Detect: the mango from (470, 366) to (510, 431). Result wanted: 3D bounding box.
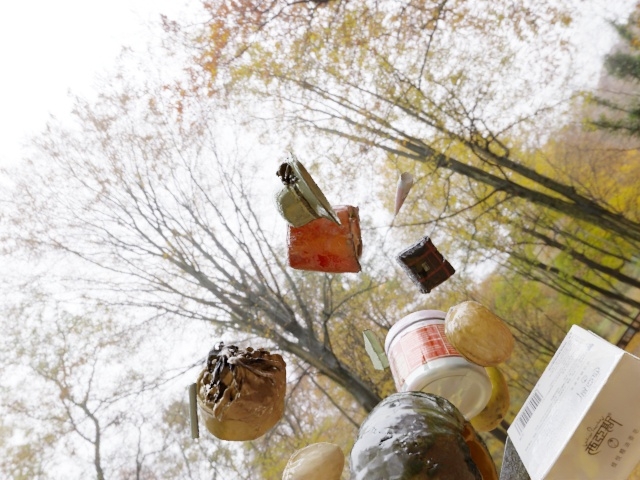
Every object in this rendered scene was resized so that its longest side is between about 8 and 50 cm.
[{"bbox_3d":[0.695,0.662,1.884,0.365,0.252,0.182,-67,-42,-58],"label":"mango"}]

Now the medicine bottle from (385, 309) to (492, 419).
[{"bbox_3d":[0.335,0.373,1.246,0.252,0.241,0.253,-2,-60,-4],"label":"medicine bottle"}]

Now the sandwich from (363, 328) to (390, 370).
[{"bbox_3d":[0.299,0.599,2.175,0.063,0.245,0.212,-20,-48,-8],"label":"sandwich"}]

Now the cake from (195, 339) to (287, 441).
[{"bbox_3d":[-0.283,0.480,1.494,0.332,0.332,0.322,-24,-52,-38],"label":"cake"}]

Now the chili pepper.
[{"bbox_3d":[0.000,0.000,1.561,0.229,0.304,0.252,-86,-10,-48],"label":"chili pepper"}]

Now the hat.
[{"bbox_3d":[-0.062,-0.111,1.205,0.130,0.257,0.257,-35,-33,7],"label":"hat"}]

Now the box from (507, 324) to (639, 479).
[{"bbox_3d":[0.485,0.316,0.783,0.275,0.116,0.203,-62,-9,6],"label":"box"}]

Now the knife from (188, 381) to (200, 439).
[{"bbox_3d":[-0.380,0.510,1.284,0.023,0.162,0.044,-9,-23,-6],"label":"knife"}]

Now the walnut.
[{"bbox_3d":[0.395,0.236,1.066,0.144,0.180,0.144,-40,-6,-5],"label":"walnut"}]

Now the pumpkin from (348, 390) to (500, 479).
[{"bbox_3d":[0.186,0.404,0.702,0.192,0.321,0.320,-28,-29,18],"label":"pumpkin"}]

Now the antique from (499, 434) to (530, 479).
[{"bbox_3d":[0.602,0.680,1.302,0.221,0.080,0.082,-52,-44,-45],"label":"antique"}]

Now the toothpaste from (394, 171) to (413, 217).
[{"bbox_3d":[0.245,-0.139,1.286,0.195,0.042,0.067,86,-160,-68],"label":"toothpaste"}]

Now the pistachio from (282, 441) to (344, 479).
[{"bbox_3d":[-0.020,0.684,1.260,0.200,0.145,0.117,-18,-21,-31],"label":"pistachio"}]

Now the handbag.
[{"bbox_3d":[0.443,0.100,1.802,0.169,0.215,0.155,-37,-2,-11],"label":"handbag"}]
